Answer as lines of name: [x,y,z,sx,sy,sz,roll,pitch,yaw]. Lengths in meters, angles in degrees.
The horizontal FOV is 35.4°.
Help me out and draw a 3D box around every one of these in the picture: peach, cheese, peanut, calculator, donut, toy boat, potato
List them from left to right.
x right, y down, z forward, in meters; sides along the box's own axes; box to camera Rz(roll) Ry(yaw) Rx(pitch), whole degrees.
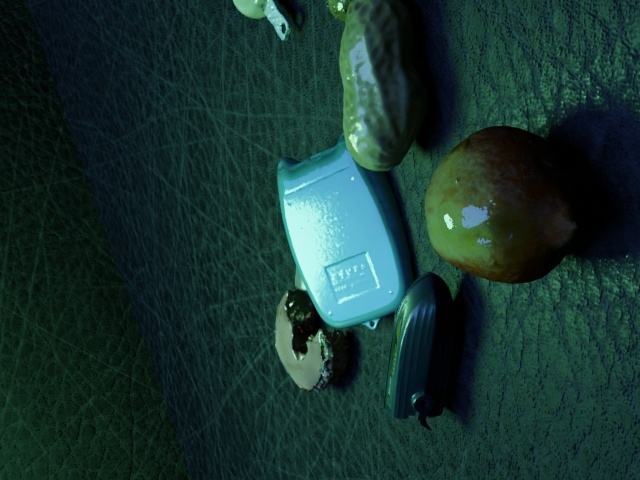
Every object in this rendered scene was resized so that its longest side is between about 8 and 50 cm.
cheese: [-0.120,-0.537,2.119,0.249,0.070,0.163,44,137,45]
donut: [-0.021,0.229,2.201,0.233,0.085,0.199,46,137,43]
calculator: [0.045,-0.011,1.951,0.256,0.054,0.386,-22,84,33]
potato: [0.054,-0.466,1.843,0.092,0.070,0.138,54,142,35]
peanut: [0.107,-0.279,1.749,0.152,0.152,0.313,-1,93,60]
toy boat: [0.181,0.187,1.810,0.122,0.114,0.296,-115,27,-62]
peach: [0.279,-0.046,1.457,0.256,0.232,0.233,7,106,50]

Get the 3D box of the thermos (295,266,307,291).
thermos: [0.000,0.000,2.083,0.137,0.105,0.193,-114,25,-78]
